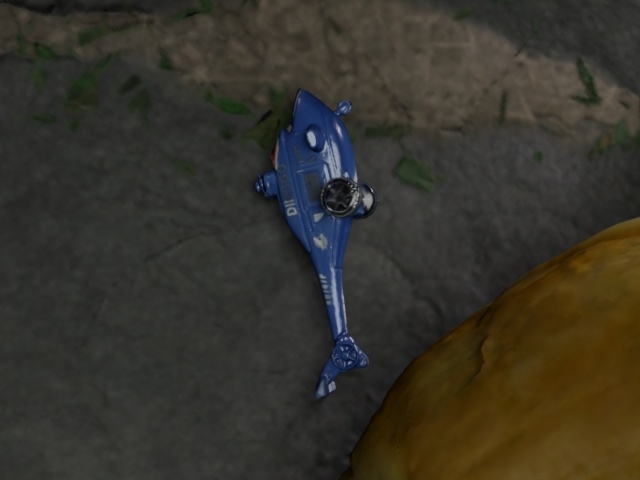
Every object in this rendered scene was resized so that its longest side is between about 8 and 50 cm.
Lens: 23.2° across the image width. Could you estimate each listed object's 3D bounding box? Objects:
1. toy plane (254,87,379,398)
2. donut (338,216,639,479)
[{"bbox_3d":[0.000,0.000,0.845,0.062,0.054,0.167,-10,87,13],"label":"toy plane"},{"bbox_3d":[0.190,0.201,0.709,0.449,0.198,0.449,-6,78,29],"label":"donut"}]
